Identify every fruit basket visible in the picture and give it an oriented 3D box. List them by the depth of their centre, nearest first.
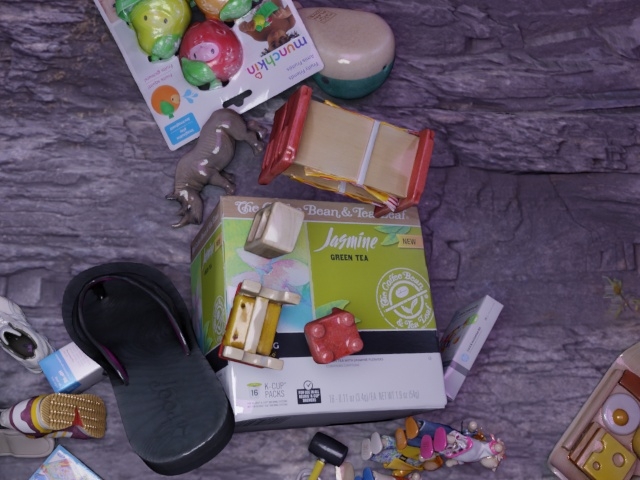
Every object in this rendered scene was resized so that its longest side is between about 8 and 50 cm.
[{"bbox_3d":[-0.215,-0.391,1.272,0.327,0.165,0.353,-26,84,8],"label":"fruit basket"}]

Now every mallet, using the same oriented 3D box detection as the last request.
[{"bbox_3d":[-0.013,0.400,1.126,0.062,0.039,0.189,18,58,10],"label":"mallet"}]

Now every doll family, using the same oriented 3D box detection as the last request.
[{"bbox_3d":[0.176,0.331,1.131,0.163,0.263,0.118,22,44,-31],"label":"doll family"}]

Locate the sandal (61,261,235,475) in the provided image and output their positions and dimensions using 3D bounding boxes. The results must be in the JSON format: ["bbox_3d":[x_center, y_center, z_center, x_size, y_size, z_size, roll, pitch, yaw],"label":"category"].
[{"bbox_3d":[-0.253,0.128,0.985,0.168,0.107,0.446,-33,41,-17],"label":"sandal"}]

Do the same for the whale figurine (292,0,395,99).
[{"bbox_3d":[0.015,-0.368,1.368,0.272,0.141,0.216,30,58,25],"label":"whale figurine"}]

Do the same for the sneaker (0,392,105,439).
[{"bbox_3d":[-0.396,0.265,1.069,0.084,0.185,0.069,-10,67,11],"label":"sneaker"}]

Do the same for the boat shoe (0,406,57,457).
[{"bbox_3d":[-0.510,0.291,1.105,0.206,0.075,0.065,7,29,-2],"label":"boat shoe"}]

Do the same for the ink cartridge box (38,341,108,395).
[{"bbox_3d":[-0.343,0.177,1.133,0.180,0.104,0.060,-31,79,-16],"label":"ink cartridge box"}]

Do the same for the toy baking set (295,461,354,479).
[{"bbox_3d":[-0.016,0.483,1.132,0.256,0.030,0.196,-33,81,-17],"label":"toy baking set"}]

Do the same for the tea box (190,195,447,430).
[{"bbox_3d":[-0.017,0.121,1.104,0.329,0.220,0.323,1,70,-22],"label":"tea box"}]

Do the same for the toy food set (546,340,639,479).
[{"bbox_3d":[0.563,0.358,1.236,0.220,0.092,0.306,42,70,5],"label":"toy food set"}]

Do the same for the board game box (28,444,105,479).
[{"bbox_3d":[-0.380,0.406,1.096,0.154,0.026,0.103,39,71,3],"label":"board game box"}]

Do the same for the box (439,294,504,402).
[{"bbox_3d":[0.229,0.190,1.205,0.038,0.145,0.186,34,71,1],"label":"box"}]

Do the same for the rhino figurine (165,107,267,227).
[{"bbox_3d":[-0.197,-0.125,1.259,0.106,0.073,0.243,34,89,-23],"label":"rhino figurine"}]

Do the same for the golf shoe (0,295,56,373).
[{"bbox_3d":[-0.498,0.137,1.130,0.176,0.086,0.069,37,72,5],"label":"golf shoe"}]

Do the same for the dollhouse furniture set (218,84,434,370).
[{"bbox_3d":[0.000,0.000,0.970,0.201,0.152,0.373,18,80,-15],"label":"dollhouse furniture set"}]
